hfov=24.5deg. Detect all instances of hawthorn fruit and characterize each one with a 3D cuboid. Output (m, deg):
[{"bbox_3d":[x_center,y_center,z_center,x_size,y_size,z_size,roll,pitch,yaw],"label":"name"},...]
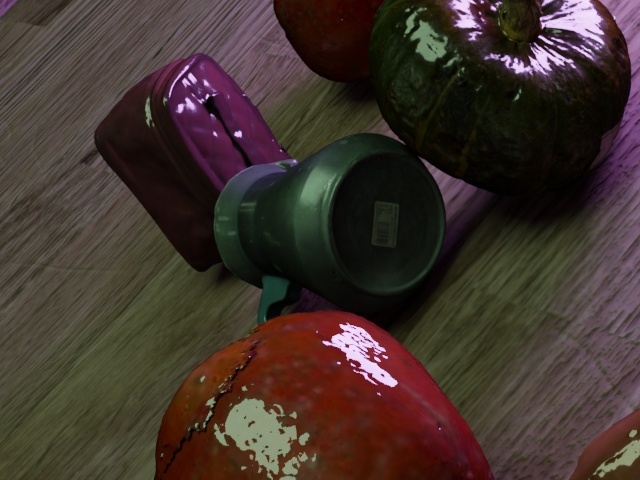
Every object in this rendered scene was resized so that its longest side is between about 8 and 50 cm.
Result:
[{"bbox_3d":[0.020,0.211,1.055,0.276,0.276,0.307,-47,49,-12],"label":"hawthorn fruit"},{"bbox_3d":[0.069,-0.296,1.736,0.249,0.215,0.215,-10,40,30],"label":"hawthorn fruit"}]

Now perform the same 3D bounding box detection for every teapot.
[{"bbox_3d":[0.000,0.000,1.463,0.225,0.171,0.203,-1,77,57],"label":"teapot"}]

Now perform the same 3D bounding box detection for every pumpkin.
[{"bbox_3d":[0.172,-0.173,1.390,0.260,0.189,0.260,7,45,-8],"label":"pumpkin"}]

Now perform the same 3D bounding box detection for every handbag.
[{"bbox_3d":[-0.128,-0.088,1.633,0.135,0.225,0.146,-26,17,37],"label":"handbag"}]

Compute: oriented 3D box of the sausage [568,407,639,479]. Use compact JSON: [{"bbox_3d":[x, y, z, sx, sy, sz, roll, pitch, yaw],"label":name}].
[{"bbox_3d":[0.297,0.119,1.030,0.326,0.079,0.087,-33,56,11],"label":"sausage"}]
